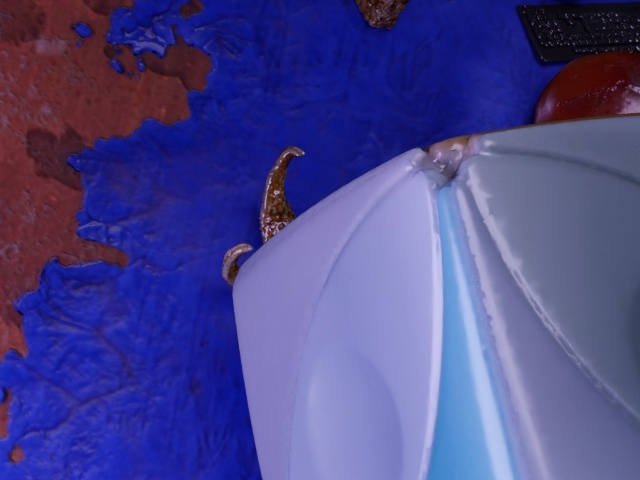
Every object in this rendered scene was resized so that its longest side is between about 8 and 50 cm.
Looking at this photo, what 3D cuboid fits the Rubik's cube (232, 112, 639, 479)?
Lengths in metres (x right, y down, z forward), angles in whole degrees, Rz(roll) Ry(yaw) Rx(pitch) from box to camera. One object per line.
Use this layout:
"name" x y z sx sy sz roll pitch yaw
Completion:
"Rubik's cube" 0.170 0.115 1.437 0.347 0.352 0.351 -7 80 -32

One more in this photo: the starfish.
"starfish" 0.001 -0.001 1.637 0.146 0.074 0.190 41 53 0

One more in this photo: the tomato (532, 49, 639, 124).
"tomato" 0.300 -0.104 1.827 0.189 0.099 0.173 30 50 -8

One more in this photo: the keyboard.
"keyboard" 0.288 -0.209 1.941 0.196 0.015 0.074 -4 62 -28

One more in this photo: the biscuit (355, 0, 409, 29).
"biscuit" 0.036 -0.296 1.846 0.034 0.064 0.199 -7 64 -28
